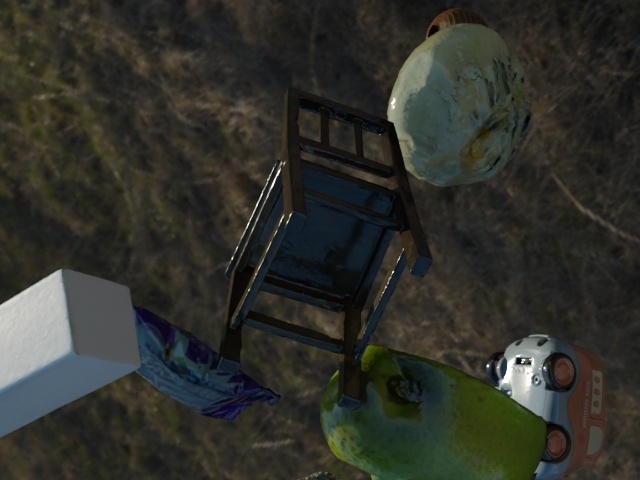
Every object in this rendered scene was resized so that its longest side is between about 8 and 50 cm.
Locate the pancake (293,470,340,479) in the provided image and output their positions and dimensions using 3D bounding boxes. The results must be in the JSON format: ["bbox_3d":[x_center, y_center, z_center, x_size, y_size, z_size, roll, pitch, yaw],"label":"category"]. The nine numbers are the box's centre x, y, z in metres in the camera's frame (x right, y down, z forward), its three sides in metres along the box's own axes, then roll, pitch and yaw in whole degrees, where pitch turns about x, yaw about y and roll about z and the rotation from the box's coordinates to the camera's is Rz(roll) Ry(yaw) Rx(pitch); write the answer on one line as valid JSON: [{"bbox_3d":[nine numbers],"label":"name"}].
[{"bbox_3d":[-0.072,0.470,1.643,0.266,0.244,0.057,45,174,-6],"label":"pancake"}]

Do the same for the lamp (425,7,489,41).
[{"bbox_3d":[0.271,-0.390,1.943,0.136,0.136,0.136,36,146,30],"label":"lamp"}]

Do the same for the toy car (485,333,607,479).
[{"bbox_3d":[0.432,0.314,1.816,0.180,0.212,0.271,-9,70,59],"label":"toy car"}]

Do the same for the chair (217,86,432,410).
[{"bbox_3d":[-0.004,-0.008,1.340,0.203,0.416,0.241,17,116,-11],"label":"chair"}]

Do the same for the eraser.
[{"bbox_3d":[-0.290,0.124,0.849,0.298,0.078,0.076,-28,62,26],"label":"eraser"}]

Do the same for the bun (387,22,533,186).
[{"bbox_3d":[0.245,-0.211,1.610,0.146,0.287,0.287,31,144,47],"label":"bun"}]

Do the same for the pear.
[{"bbox_3d":[0.130,0.266,1.366,0.286,0.176,0.282,6,156,38],"label":"pear"}]

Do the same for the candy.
[{"bbox_3d":[-0.199,0.179,1.415,0.275,0.070,0.145,34,138,-13],"label":"candy"}]
